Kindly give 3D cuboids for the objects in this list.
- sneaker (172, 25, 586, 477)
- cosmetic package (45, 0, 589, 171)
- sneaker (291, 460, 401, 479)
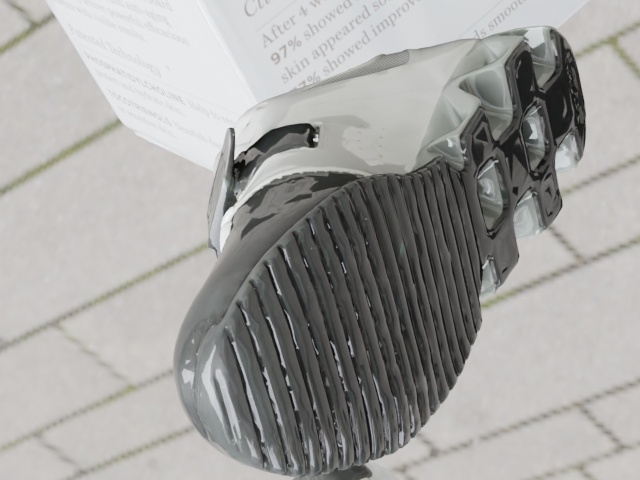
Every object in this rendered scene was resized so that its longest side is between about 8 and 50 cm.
[{"bbox_3d":[0.000,0.000,0.823,0.146,0.330,0.122,1,114,28],"label":"sneaker"},{"bbox_3d":[-0.045,-0.289,1.395,0.327,0.329,0.393,28,153,52],"label":"cosmetic package"},{"bbox_3d":[0.172,0.297,1.180,0.447,0.257,0.169,55,143,6],"label":"sneaker"}]
